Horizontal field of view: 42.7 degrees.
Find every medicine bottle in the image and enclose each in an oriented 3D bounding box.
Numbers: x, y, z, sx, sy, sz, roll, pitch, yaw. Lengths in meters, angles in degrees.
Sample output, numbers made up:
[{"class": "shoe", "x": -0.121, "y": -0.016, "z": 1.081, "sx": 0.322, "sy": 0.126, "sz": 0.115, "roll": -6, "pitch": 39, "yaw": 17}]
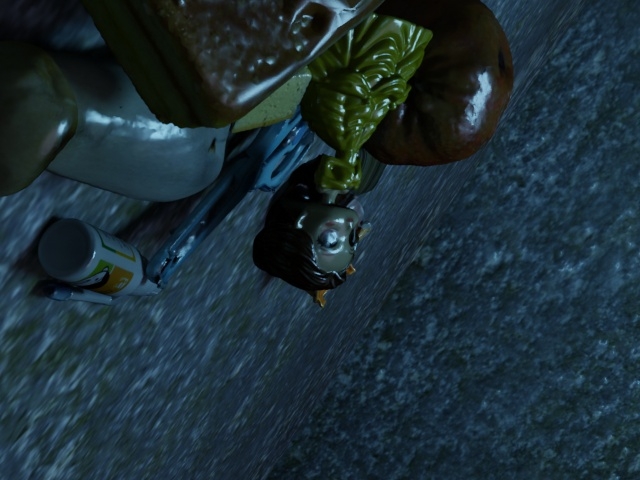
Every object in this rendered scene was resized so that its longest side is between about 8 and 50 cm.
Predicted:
[{"class": "medicine bottle", "x": -0.234, "y": 0.037, "z": 0.873, "sx": 0.092, "sy": 0.061, "sz": 0.220, "roll": -30, "pitch": 165, "yaw": 3}]

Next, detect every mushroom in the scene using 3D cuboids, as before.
[{"class": "mushroom", "x": -0.169, "y": -0.107, "z": 0.674, "sx": 0.329, "sy": 0.122, "sz": 0.159, "roll": -16, "pitch": 103, "yaw": -69}]

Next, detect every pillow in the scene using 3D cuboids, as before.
[{"class": "pillow", "x": 0.078, "y": -0.128, "z": 1.504, "sx": 0.113, "sy": 0.038, "sz": 0.203, "roll": -63, "pitch": 164, "yaw": 19}]

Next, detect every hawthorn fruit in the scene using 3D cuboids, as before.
[{"class": "hawthorn fruit", "x": 0.141, "y": -0.221, "z": 1.117, "sx": 0.258, "sy": 0.258, "sz": 0.262, "roll": -54, "pitch": -175, "yaw": -1}]

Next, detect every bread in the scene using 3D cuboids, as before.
[{"class": "bread", "x": -0.067, "y": -0.180, "z": 0.830, "sx": 0.080, "sy": 0.109, "sz": 0.084, "roll": -15, "pitch": 159, "yaw": -33}, {"class": "bread", "x": -0.057, "y": -0.210, "z": 0.601, "sx": 0.234, "sy": 0.111, "sz": 0.184, "roll": -47, "pitch": 121, "yaw": -31}]

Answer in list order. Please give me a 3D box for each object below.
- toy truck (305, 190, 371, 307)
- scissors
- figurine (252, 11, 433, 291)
[{"class": "toy truck", "x": 0.000, "y": 0.000, "z": 1.350, "sx": 0.114, "sy": 0.135, "sz": 0.270, "roll": -48, "pitch": 164, "yaw": -22}, {"class": "scissors", "x": -0.094, "y": -0.076, "z": 1.005, "sx": 0.393, "sy": 0.032, "sz": 0.180, "roll": -53, "pitch": 165, "yaw": -40}, {"class": "figurine", "x": 0.016, "y": -0.094, "z": 0.935, "sx": 0.187, "sy": 0.168, "sz": 0.315, "roll": -32, "pitch": 132, "yaw": -76}]
